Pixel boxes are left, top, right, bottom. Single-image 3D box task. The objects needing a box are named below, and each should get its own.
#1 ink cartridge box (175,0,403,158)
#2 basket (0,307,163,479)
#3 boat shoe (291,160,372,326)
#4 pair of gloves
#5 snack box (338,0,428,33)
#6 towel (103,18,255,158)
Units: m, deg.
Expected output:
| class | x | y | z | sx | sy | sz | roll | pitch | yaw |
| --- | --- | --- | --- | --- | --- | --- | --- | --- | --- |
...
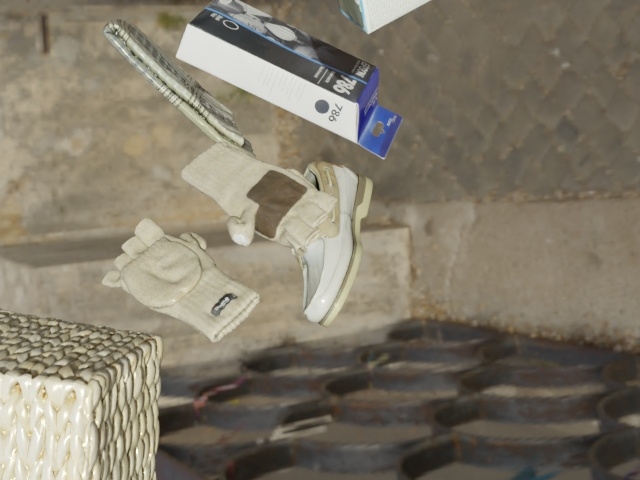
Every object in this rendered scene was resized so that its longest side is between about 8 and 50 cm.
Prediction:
| class | x | y | z | sx | sy | sz | roll | pitch | yaw |
| --- | --- | --- | --- | --- | --- | --- | --- | --- | --- |
| ink cartridge box | -0.029 | -0.244 | 1.570 | 0.065 | 0.333 | 0.165 | -63 | 2 | 31 |
| basket | -0.343 | 0.257 | 1.219 | 0.328 | 0.266 | 0.331 | -39 | -47 | -83 |
| boat shoe | 0.000 | 0.000 | 1.586 | 0.113 | 0.103 | 0.302 | -54 | 17 | 38 |
| pair of gloves | -0.111 | -0.002 | 1.219 | 0.204 | 0.240 | 0.042 | 23 | 150 | 31 |
| snack box | 0.081 | -0.374 | 1.020 | 0.060 | 0.187 | 0.322 | 48 | 162 | 41 |
| towel | -0.230 | -0.256 | 1.818 | 0.324 | 0.056 | 0.312 | 44 | -178 | -14 |
